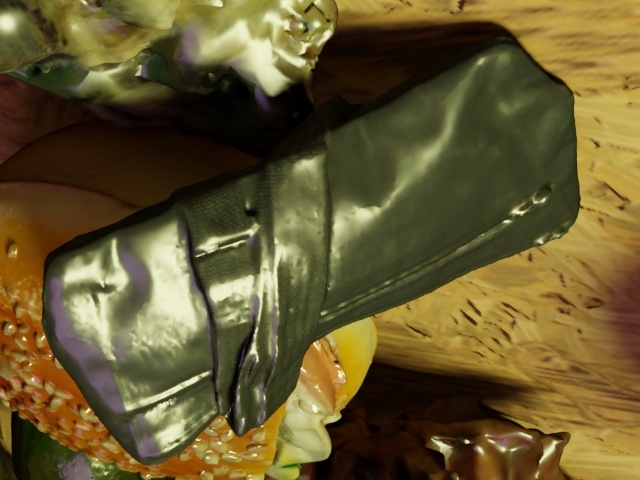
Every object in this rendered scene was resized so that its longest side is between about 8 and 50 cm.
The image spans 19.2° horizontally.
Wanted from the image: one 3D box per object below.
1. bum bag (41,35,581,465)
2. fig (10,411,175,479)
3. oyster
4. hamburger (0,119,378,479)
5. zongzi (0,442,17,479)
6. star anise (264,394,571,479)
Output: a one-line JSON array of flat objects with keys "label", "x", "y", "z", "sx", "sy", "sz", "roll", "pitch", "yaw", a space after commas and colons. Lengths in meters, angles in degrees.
[{"label": "bum bag", "x": 0.000, "y": 0.000, "z": 0.825, "sx": 0.060, "sy": 0.248, "sz": 0.123, "roll": 47, "pitch": 163, "yaw": 52}, {"label": "fig", "x": -0.145, "y": 0.100, "z": 1.169, "sx": 0.117, "sy": 0.117, "sz": 0.177, "roll": 9, "pitch": 127, "yaw": 19}, {"label": "oyster", "x": -0.120, "y": -0.143, "z": 0.747, "sx": 0.221, "sy": 0.096, "sz": 0.361, "roll": 4, "pitch": 150, "yaw": 14}, {"label": "hamburger", "x": -0.086, "y": 0.035, "z": 0.952, "sx": 0.237, "sy": 0.147, "sz": 0.237, "roll": 11, "pitch": 149, "yaw": 7}, {"label": "zongzi", "x": -0.245, "y": 0.159, "z": 1.301, "sx": 0.393, "sy": 0.174, "sz": 0.356, "roll": -35, "pitch": 142, "yaw": 23}, {"label": "star anise", "x": 0.004, "y": 0.173, "z": 1.066, "sx": 0.237, "sy": 0.346, "sz": 0.148, "roll": -9, "pitch": 104, "yaw": 66}]
